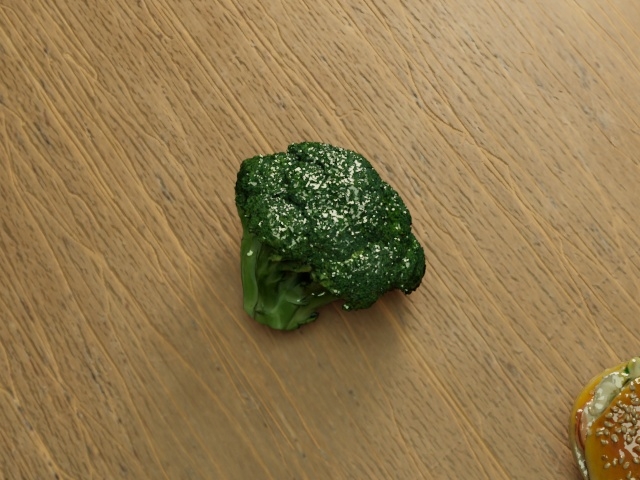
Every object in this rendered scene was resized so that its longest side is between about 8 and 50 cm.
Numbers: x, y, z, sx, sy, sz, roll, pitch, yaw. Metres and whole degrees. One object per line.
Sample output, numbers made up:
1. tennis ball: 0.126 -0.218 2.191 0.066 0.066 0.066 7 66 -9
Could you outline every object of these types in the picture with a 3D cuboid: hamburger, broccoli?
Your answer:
1. hamburger: 0.437 0.267 1.634 0.237 0.147 0.237 -1 74 2
2. broccoli: 0.000 0.000 1.704 0.308 0.308 0.275 26 109 11
